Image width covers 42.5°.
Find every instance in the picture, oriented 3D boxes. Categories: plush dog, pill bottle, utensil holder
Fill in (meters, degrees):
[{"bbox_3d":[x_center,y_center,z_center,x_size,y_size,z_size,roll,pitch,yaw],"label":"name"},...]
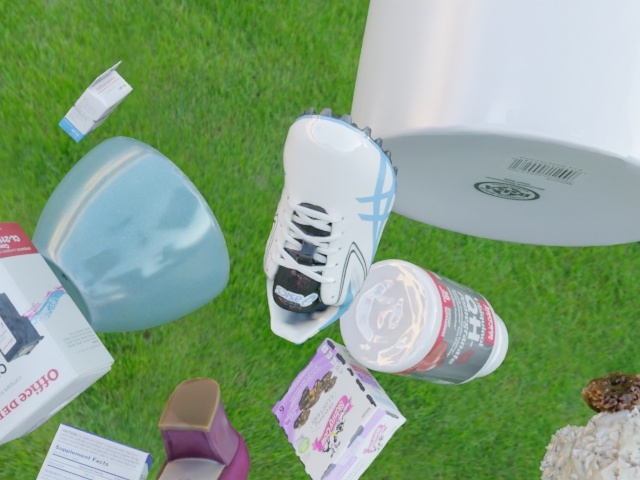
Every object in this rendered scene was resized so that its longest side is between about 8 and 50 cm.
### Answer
[{"bbox_3d":[0.272,0.241,0.695,0.210,0.225,0.262,-8,44,28],"label":"plush dog"},{"bbox_3d":[0.188,0.148,1.372,0.318,0.176,0.176,21,61,-51],"label":"pill bottle"},{"bbox_3d":[0.203,-0.219,0.772,0.327,0.327,0.386,13,78,-8],"label":"utensil holder"}]

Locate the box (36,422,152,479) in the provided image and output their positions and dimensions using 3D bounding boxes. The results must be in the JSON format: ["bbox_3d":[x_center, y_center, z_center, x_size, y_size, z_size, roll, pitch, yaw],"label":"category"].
[{"bbox_3d":[-0.303,0.327,1.077,0.126,0.072,0.137,18,70,3],"label":"box"}]

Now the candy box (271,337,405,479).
[{"bbox_3d":[0.024,0.283,1.332,0.070,0.196,0.165,30,100,-35],"label":"candy box"}]

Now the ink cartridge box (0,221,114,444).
[{"bbox_3d":[-0.304,0.089,0.787,0.127,0.072,0.175,-39,83,12],"label":"ink cartridge box"}]

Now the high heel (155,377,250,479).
[{"bbox_3d":[-0.154,0.328,0.821,0.127,0.181,0.377,5,37,18],"label":"high heel"}]

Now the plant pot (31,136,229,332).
[{"bbox_3d":[-0.306,0.022,1.202,0.290,0.290,0.195,46,54,4],"label":"plant pot"}]

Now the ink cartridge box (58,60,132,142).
[{"bbox_3d":[-0.225,-0.141,0.837,0.028,0.083,0.048,46,40,-11],"label":"ink cartridge box"}]

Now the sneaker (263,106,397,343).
[{"bbox_3d":[0.000,0.000,0.596,0.085,0.237,0.086,19,57,7],"label":"sneaker"}]
